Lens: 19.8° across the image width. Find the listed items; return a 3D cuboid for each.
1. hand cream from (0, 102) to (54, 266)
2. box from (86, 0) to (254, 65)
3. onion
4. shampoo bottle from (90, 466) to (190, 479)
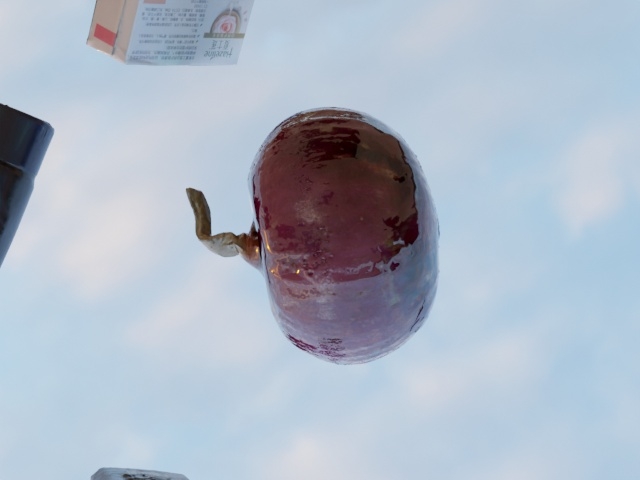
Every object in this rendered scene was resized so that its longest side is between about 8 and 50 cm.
[{"bbox_3d":[-0.308,0.014,1.521,0.120,0.061,0.271,22,-94,40],"label":"hand cream"},{"bbox_3d":[-0.174,-0.284,2.198,0.199,0.135,0.081,-4,-153,-47],"label":"box"},{"bbox_3d":[0.011,-0.001,1.251,0.153,0.177,0.177,-36,-141,-3],"label":"onion"},{"bbox_3d":[-0.133,0.258,1.612,0.098,0.071,0.309,8,-179,-16],"label":"shampoo bottle"}]
